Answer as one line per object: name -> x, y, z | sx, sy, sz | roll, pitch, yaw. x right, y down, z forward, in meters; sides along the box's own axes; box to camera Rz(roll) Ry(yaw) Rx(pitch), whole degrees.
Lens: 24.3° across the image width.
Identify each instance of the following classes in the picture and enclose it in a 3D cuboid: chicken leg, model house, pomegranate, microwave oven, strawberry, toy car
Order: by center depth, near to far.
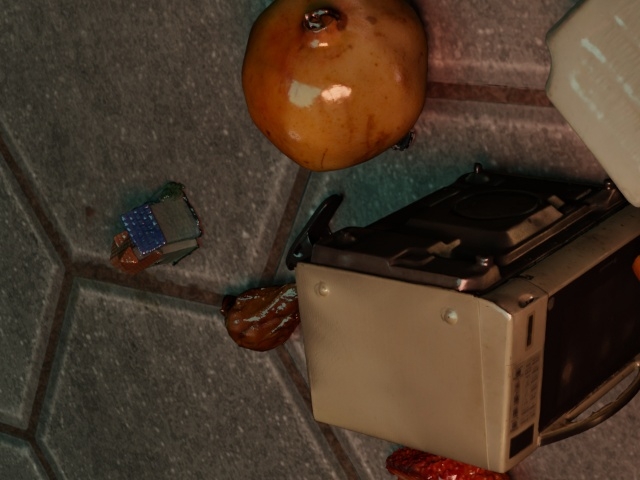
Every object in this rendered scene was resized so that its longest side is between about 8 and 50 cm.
microwave oven -> 0.214, 0.070, 1.827 | 0.333, 0.394, 0.247 | 12, 116, 38
pomegranate -> 0.023, -0.224, 1.964 | 0.264, 0.264, 0.264 | 18, 120, 35
toy car -> 0.093, -0.165, 2.092 | 0.093, 0.025, 0.041 | 42, 129, 17
strawberry -> 0.204, 0.344, 2.173 | 0.236, 0.107, 0.175 | 35, 165, 27
chicken leg -> -0.046, 0.094, 2.282 | 0.113, 0.093, 0.304 | 37, 138, -23
model house -> -0.293, -0.005, 2.422 | 0.148, 0.148, 0.119 | -31, 86, 43

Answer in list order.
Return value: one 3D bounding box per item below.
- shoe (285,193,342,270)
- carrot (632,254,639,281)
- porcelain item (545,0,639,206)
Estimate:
shoe -> 0.000, 0.000, 2.226 | 0.053, 0.062, 0.159 | 42, 127, 17
carrot -> 0.489, -0.012, 1.651 | 0.307, 0.258, 0.100 | -37, 68, 39
porcelain item -> 0.424, -0.195, 1.691 | 0.286, 0.157, 0.281 | 53, 132, 12
